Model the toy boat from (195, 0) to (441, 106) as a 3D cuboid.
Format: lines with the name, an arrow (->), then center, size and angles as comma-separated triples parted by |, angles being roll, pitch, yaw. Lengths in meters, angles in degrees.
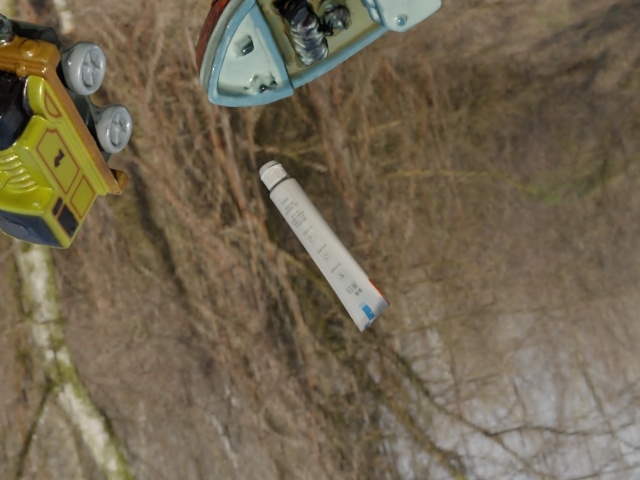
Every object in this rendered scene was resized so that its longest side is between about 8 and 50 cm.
toy boat -> 0.009, -0.250, 1.140 | 0.332, 0.145, 0.133 | -33, -139, -8

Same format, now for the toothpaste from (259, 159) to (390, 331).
toothpaste -> 0.000, 0.000, 1.027 | 0.031, 0.190, 0.048 | -13, 152, -52

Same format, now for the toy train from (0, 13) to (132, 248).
toy train -> -0.217, -0.081, 0.806 | 0.089, 0.127, 0.219 | 13, 153, 15
